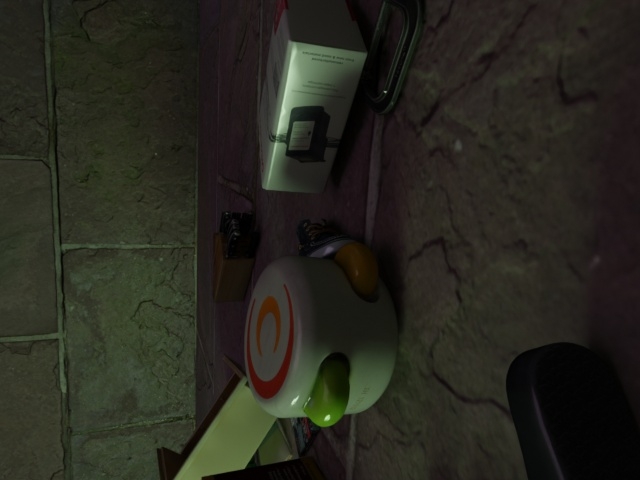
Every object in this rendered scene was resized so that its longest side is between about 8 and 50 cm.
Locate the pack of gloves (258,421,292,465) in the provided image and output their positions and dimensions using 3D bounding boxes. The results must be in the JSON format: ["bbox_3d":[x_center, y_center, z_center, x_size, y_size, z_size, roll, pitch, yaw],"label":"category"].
[{"bbox_3d":[-0.170,0.463,1.045,0.195,0.046,0.232,-51,27,2],"label":"pack of gloves"}]

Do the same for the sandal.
[{"bbox_3d":[0.158,0.190,0.265,0.054,0.097,0.254,130,145,-57],"label":"sandal"}]

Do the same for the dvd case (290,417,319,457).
[{"bbox_3d":[-0.032,0.333,0.864,0.087,0.013,0.119,-110,30,-42],"label":"dvd case"}]

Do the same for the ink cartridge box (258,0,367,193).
[{"bbox_3d":[-0.025,-0.209,0.673,0.237,0.100,0.172,109,159,-47],"label":"ink cartridge box"}]

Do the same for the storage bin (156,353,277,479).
[{"bbox_3d":[-0.229,0.413,1.043,0.262,0.123,0.260,-56,18,-14],"label":"storage bin"}]

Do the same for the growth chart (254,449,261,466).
[{"bbox_3d":[-0.192,0.570,1.282,0.237,0.021,0.172,-159,69,-68],"label":"growth chart"}]

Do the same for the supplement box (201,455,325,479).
[{"bbox_3d":[-0.076,0.461,0.729,0.191,0.194,0.129,-160,71,-68],"label":"supplement box"}]

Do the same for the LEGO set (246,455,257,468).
[{"bbox_3d":[-0.184,0.531,1.134,0.227,0.087,0.093,47,130,49],"label":"LEGO set"}]

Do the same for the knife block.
[{"bbox_3d":[-0.230,0.054,1.266,0.242,0.088,0.276,-163,74,-69],"label":"knife block"}]

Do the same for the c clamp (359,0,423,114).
[{"bbox_3d":[0.076,-0.238,0.558,0.137,0.022,0.161,54,138,49],"label":"c clamp"}]

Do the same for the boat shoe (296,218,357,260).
[{"bbox_3d":[0.000,0.000,0.695,0.183,0.065,0.083,145,121,-66],"label":"boat shoe"}]

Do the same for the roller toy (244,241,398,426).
[{"bbox_3d":[0.000,0.116,0.589,0.191,0.146,0.209,-28,59,57],"label":"roller toy"}]
